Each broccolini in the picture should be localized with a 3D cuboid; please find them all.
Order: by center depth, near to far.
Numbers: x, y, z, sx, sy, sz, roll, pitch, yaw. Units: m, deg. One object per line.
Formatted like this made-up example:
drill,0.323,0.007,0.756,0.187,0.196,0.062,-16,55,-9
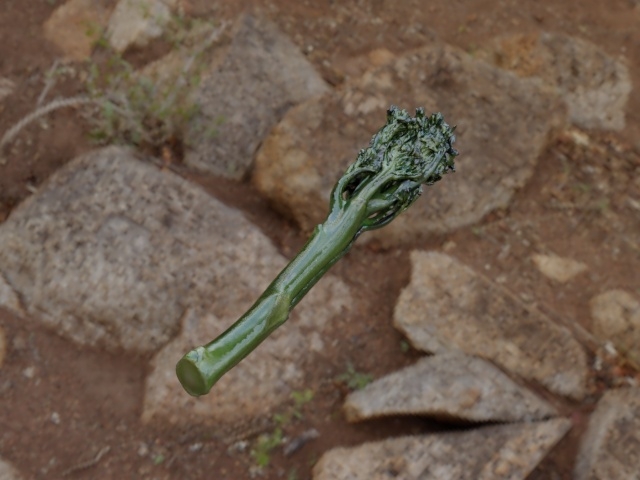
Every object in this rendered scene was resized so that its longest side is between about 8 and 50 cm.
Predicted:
broccolini,0.000,0.000,0.603,0.239,0.051,0.054,-45,124,-39
